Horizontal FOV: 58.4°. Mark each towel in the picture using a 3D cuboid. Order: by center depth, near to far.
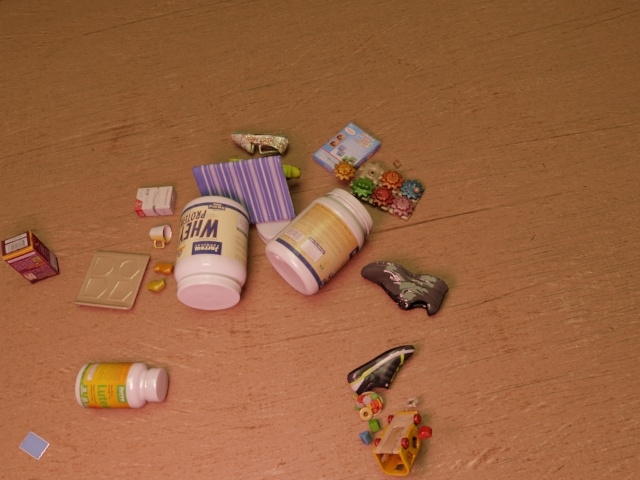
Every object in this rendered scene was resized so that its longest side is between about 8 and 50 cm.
[{"bbox_3d":[-0.265,-0.168,1.991,0.335,0.243,0.040,-5,30,18],"label":"towel"}]

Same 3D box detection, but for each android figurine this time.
[{"bbox_3d":[-0.217,-0.255,2.063,0.272,0.248,0.056,2,97,-30],"label":"android figurine"}]

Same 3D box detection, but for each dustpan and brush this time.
[{"bbox_3d":[-0.150,-0.009,2.015,0.147,0.060,0.211,-16,52,9],"label":"dustpan and brush"}]

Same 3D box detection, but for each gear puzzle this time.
[{"bbox_3d":[0.202,-0.213,2.067,0.338,0.044,0.175,26,66,13],"label":"gear puzzle"}]

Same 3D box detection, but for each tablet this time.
[{"bbox_3d":[-0.874,0.626,1.748,0.083,0.006,0.054,22,65,20],"label":"tablet"}]

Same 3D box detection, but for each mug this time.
[{"bbox_3d":[-0.584,-0.018,2.067,0.064,0.062,0.078,-1,52,16],"label":"mug"}]

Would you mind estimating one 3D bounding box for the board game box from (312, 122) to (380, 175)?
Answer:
[{"bbox_3d":[0.101,-0.341,2.183,0.211,0.039,0.160,-43,64,-16],"label":"board game box"}]

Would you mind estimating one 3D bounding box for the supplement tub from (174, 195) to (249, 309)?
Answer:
[{"bbox_3d":[-0.358,0.043,1.897,0.235,0.235,0.325,-4,59,5],"label":"supplement tub"}]

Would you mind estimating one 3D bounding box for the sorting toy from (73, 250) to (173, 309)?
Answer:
[{"bbox_3d":[-0.677,0.143,1.997,0.307,0.041,0.229,5,56,10],"label":"sorting toy"}]

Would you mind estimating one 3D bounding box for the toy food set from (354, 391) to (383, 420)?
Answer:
[{"bbox_3d":[0.142,0.481,1.674,0.083,0.020,0.083,-26,100,2],"label":"toy food set"}]

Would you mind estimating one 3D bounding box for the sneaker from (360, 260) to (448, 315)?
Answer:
[{"bbox_3d":[0.258,0.153,1.835,0.286,0.109,0.130,16,69,18],"label":"sneaker"}]

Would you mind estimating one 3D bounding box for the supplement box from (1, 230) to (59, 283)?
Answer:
[{"bbox_3d":[-1.008,0.061,1.995,0.104,0.188,0.081,-21,58,-5],"label":"supplement box"}]

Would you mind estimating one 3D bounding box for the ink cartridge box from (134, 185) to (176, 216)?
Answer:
[{"bbox_3d":[-0.617,-0.146,2.146,0.135,0.056,0.099,-3,59,6],"label":"ink cartridge box"}]

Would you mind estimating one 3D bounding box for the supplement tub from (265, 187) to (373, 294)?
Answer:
[{"bbox_3d":[0.000,0.000,1.882,0.228,0.228,0.316,38,71,25],"label":"supplement tub"}]

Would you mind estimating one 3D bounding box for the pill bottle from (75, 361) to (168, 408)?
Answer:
[{"bbox_3d":[-0.602,0.442,1.747,0.245,0.136,0.136,-2,59,6],"label":"pill bottle"}]

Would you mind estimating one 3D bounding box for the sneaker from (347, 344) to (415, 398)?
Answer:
[{"bbox_3d":[0.190,0.398,1.725,0.234,0.084,0.097,-27,84,-8],"label":"sneaker"}]

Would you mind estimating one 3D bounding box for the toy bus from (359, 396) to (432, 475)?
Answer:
[{"bbox_3d":[0.230,0.558,1.592,0.202,0.191,0.104,-26,103,-8],"label":"toy bus"}]

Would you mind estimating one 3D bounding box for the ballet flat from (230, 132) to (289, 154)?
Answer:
[{"bbox_3d":[-0.241,-0.374,2.225,0.240,0.091,0.077,6,82,15],"label":"ballet flat"}]
